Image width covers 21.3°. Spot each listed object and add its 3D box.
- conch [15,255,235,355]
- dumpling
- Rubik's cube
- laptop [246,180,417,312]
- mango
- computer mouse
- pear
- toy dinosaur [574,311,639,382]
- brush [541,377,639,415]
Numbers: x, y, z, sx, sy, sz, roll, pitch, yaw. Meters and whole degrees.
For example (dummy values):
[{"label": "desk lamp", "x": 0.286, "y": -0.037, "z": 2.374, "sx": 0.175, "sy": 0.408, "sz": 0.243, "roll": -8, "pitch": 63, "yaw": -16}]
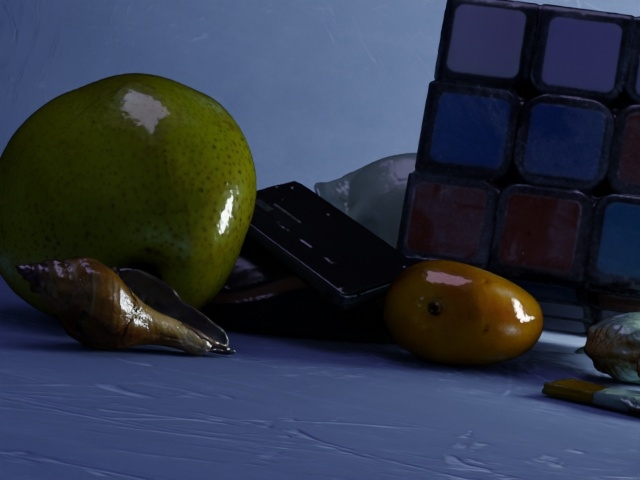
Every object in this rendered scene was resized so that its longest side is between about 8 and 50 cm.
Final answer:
[{"label": "conch", "x": -0.191, "y": 0.069, "z": 1.619, "sx": 0.080, "sy": 0.086, "sz": 0.233, "roll": -36, "pitch": -35, "yaw": 24}, {"label": "dumpling", "x": 0.165, "y": -0.001, "z": 2.723, "sx": 0.321, "sy": 0.270, "sz": 0.212, "roll": -16, "pitch": -17, "yaw": -6}, {"label": "Rubik's cube", "x": 0.303, "y": -0.081, "z": 2.129, "sx": 0.362, "sy": 0.358, "sz": 0.363, "roll": 9, "pitch": -13, "yaw": 13}, {"label": "laptop", "x": 0.000, "y": 0.000, "z": 1.913, "sx": 0.207, "sy": 0.026, "sz": 0.154, "roll": 37, "pitch": 35, "yaw": 29}, {"label": "mango", "x": 0.164, "y": 0.082, "z": 1.868, "sx": 0.219, "sy": 0.112, "sz": 0.145, "roll": 8, "pitch": -4, "yaw": -44}, {"label": "computer mouse", "x": -0.021, "y": 0.051, "z": 1.975, "sx": 0.323, "sy": 0.116, "sz": 0.183, "roll": 7, "pitch": 10, "yaw": -23}, {"label": "pear", "x": -0.205, "y": -0.036, "z": 1.771, "sx": 0.294, "sy": 0.294, "sz": 0.294, "roll": 8, "pitch": 3, "yaw": 0}, {"label": "toy dinosaur", "x": 0.378, "y": 0.124, "z": 1.948, "sx": 0.205, "sy": 0.092, "sz": 0.393, "roll": 2, "pitch": 7, "yaw": -17}, {"label": "brush", "x": 0.377, "y": 0.170, "z": 1.638, "sx": 0.336, "sy": 0.020, "sz": 0.085, "roll": 10, "pitch": 4, "yaw": 33}]
